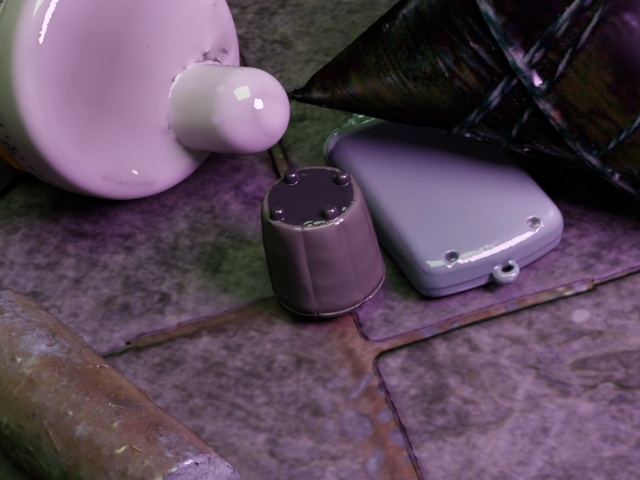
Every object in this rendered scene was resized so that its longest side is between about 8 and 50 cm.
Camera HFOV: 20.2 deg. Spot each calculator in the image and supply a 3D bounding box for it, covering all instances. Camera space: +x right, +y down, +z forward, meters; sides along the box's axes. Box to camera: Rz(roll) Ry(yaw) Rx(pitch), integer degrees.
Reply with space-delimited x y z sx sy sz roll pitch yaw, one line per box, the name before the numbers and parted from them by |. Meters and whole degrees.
calculator | 0.101 -0.044 1.510 0.141 0.045 0.246 -23 47 -14

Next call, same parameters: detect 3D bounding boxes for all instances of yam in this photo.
yam | -0.180 0.137 1.340 0.106 0.106 0.259 -37 51 -25

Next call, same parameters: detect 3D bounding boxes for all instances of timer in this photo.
timer | -0.163 -0.146 1.517 0.233 0.233 0.240 -42 31 -28

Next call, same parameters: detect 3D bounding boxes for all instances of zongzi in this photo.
zongzi | 0.184 -0.142 1.473 0.362 0.383 0.319 -33 29 25

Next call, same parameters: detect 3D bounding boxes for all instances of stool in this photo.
stool | 0.000 0.000 1.438 0.096 0.110 0.096 -7 42 7

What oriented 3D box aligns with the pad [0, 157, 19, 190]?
pad | -0.308 -0.195 1.745 0.315 0.063 0.375 29 67 30
